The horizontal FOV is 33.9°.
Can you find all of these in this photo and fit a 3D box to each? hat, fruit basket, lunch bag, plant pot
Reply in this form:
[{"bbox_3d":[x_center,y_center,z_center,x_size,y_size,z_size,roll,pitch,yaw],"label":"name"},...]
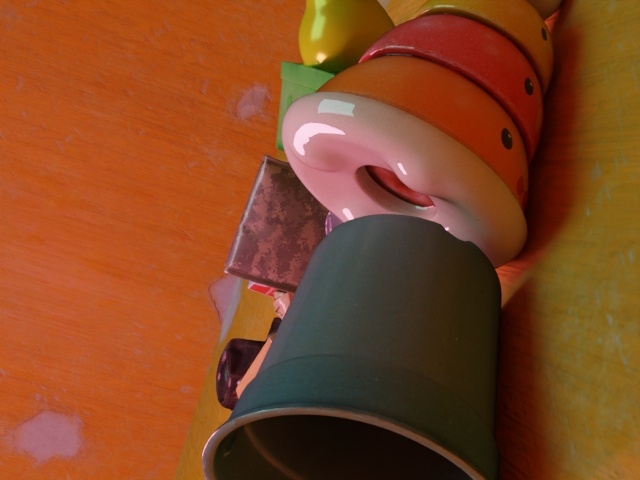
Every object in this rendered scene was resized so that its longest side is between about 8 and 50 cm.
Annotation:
[{"bbox_3d":[-0.200,0.346,2.729,0.331,0.133,0.332,-163,90,-80],"label":"hat"},{"bbox_3d":[0.069,-0.298,1.898,0.392,0.282,0.392,-51,30,44],"label":"fruit basket"},{"bbox_3d":[-0.008,-0.010,1.959,0.169,0.286,0.235,-133,62,-84],"label":"lunch bag"},{"bbox_3d":[0.072,0.168,1.254,0.341,0.341,0.334,121,171,-49],"label":"plant pot"}]

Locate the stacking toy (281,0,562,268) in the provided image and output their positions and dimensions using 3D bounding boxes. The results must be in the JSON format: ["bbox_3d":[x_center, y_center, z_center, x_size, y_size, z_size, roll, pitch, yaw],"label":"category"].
[{"bbox_3d":[0.198,-0.230,1.410,0.480,0.350,0.350,-59,7,-18],"label":"stacking toy"}]

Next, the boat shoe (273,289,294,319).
[{"bbox_3d":[-0.042,0.127,2.234,0.122,0.119,0.324,-129,45,-83],"label":"boat shoe"}]

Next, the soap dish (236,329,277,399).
[{"bbox_3d":[-0.022,0.213,1.854,0.229,0.118,0.291,-33,-14,-32],"label":"soap dish"}]

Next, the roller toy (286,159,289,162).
[{"bbox_3d":[0.030,-0.184,2.252,0.191,0.209,0.146,147,140,-82],"label":"roller toy"}]

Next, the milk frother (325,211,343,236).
[{"bbox_3d":[0.102,-0.019,1.804,0.129,0.134,0.143,66,152,24],"label":"milk frother"}]

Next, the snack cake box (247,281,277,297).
[{"bbox_3d":[-0.062,0.070,2.429,0.264,0.152,0.089,138,148,-68],"label":"snack cake box"}]
